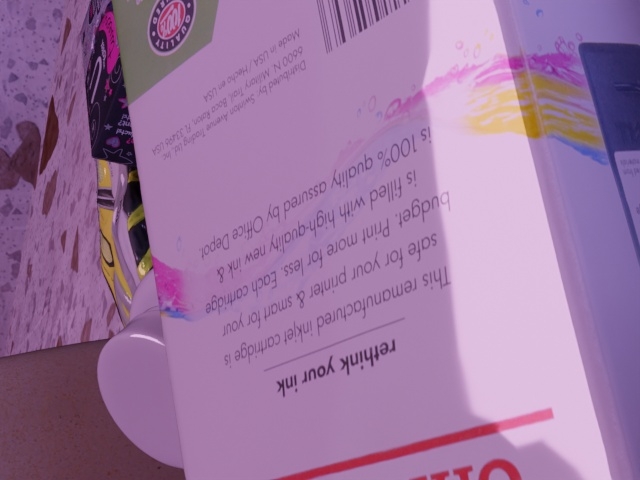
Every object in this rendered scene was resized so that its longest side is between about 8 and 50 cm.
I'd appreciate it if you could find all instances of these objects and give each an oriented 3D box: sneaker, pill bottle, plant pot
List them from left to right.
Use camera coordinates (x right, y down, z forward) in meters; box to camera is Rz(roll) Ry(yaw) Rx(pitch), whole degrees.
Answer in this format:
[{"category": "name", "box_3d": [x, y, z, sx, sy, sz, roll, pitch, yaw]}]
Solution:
[{"category": "plant pot", "box_3d": [-0.117, 0.163, 0.738, 0.256, 0.274, 0.256, -169, 90, -68]}, {"category": "sneaker", "box_3d": [-0.179, -0.047, 1.145, 0.384, 0.145, 0.147, -100, 30, -42]}, {"category": "pill bottle", "box_3d": [-0.029, 0.038, 0.655, 0.215, 0.117, 0.117, -40, -14, -48]}]

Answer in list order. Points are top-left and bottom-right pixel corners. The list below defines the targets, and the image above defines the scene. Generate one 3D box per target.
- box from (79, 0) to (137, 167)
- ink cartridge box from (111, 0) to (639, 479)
[{"category": "box", "box_3d": [-0.132, -0.177, 1.060, 0.142, 0.163, 0.247, -64, 27, 29]}, {"category": "ink cartridge box", "box_3d": [0.043, 0.017, 0.425, 0.207, 0.119, 0.353, -25, 70, 44]}]
